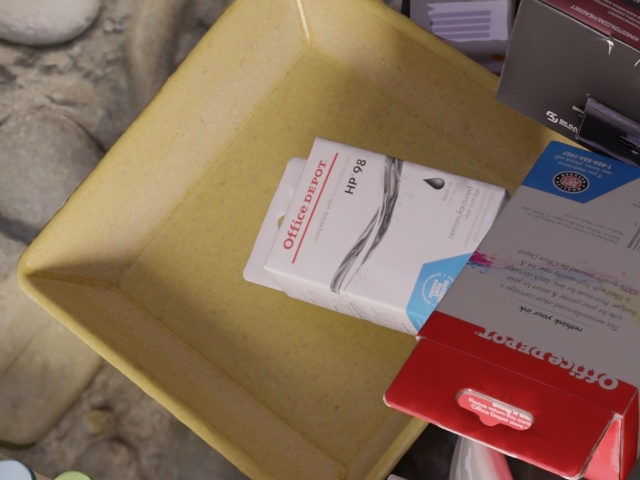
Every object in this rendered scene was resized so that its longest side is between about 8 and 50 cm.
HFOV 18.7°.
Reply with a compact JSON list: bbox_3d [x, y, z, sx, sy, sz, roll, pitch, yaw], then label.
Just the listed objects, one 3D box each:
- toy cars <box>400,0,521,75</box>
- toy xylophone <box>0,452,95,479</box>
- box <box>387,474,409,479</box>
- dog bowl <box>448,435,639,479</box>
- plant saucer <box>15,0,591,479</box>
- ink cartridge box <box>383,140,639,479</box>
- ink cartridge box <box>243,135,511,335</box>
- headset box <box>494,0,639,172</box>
[{"bbox_3d":[0.180,-0.296,1.468,0.394,0.087,0.176,-46,64,-4],"label":"toy cars"},{"bbox_3d":[-0.152,0.278,1.354,0.322,0.081,0.236,13,75,21],"label":"toy xylophone"},{"bbox_3d":[0.155,0.255,1.263,0.275,0.094,0.113,17,75,21],"label":"box"},{"bbox_3d":[0.249,0.134,1.208,0.349,0.102,0.349,-3,49,4],"label":"dog bowl"},{"bbox_3d":[0.000,0.000,1.415,0.333,0.081,0.333,36,83,25],"label":"plant saucer"},{"bbox_3d":[0.149,0.057,1.169,0.134,0.078,0.231,21,54,25],"label":"ink cartridge box"},{"bbox_3d":[0.033,-0.003,1.328,0.180,0.060,0.104,16,76,22],"label":"ink cartridge box"},{"bbox_3d":[0.270,-0.146,1.294,0.218,0.110,0.293,30,55,14],"label":"headset box"}]
